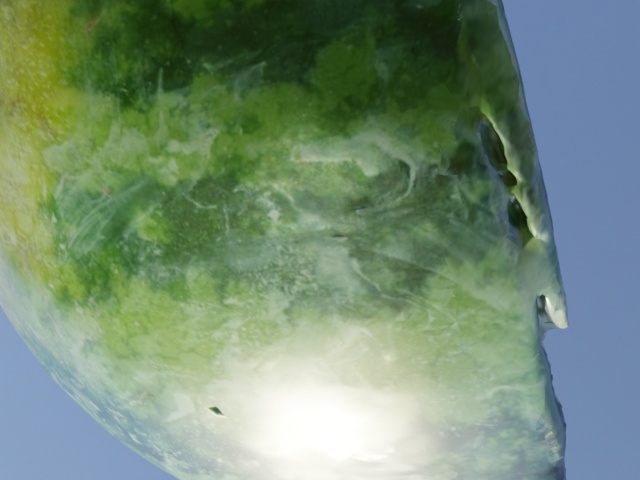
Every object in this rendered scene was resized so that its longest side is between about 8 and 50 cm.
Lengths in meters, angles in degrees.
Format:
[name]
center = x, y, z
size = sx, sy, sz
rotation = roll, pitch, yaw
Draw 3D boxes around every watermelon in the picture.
[watermelon]
center = 0.000, 0.000, 0.450
size = 0.224, 0.305, 0.180
rotation = 23, -124, 33
